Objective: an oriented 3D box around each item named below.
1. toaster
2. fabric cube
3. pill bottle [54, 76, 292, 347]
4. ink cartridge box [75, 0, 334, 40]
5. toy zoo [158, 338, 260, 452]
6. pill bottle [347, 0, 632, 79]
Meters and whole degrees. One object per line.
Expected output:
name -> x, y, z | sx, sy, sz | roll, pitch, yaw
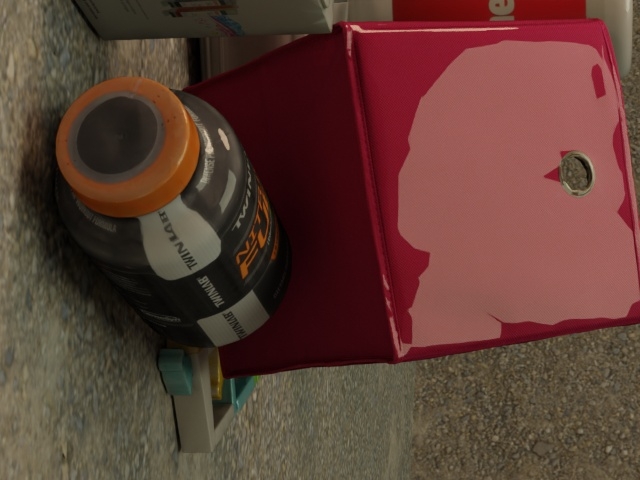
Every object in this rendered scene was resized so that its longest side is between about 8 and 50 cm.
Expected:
toaster -> -0.043, -0.166, 1.424 | 0.227, 0.129, 0.147 | -49, 140, -77
fabric cube -> 0.072, -0.034, 1.239 | 0.259, 0.258, 0.254 | -11, -94, 56
pill bottle -> -0.103, -0.021, 1.052 | 0.246, 0.130, 0.130 | 64, 27, -67
ink cartridge box -> -0.081, -0.223, 1.058 | 0.127, 0.176, 0.128 | 64, 26, -68
toy zoo -> -0.095, 0.068, 1.384 | 0.293, 0.030, 0.192 | -53, 140, -75
pill bottle -> 0.177, -0.304, 1.892 | 0.229, 0.407, 0.229 | -1, 90, -80
